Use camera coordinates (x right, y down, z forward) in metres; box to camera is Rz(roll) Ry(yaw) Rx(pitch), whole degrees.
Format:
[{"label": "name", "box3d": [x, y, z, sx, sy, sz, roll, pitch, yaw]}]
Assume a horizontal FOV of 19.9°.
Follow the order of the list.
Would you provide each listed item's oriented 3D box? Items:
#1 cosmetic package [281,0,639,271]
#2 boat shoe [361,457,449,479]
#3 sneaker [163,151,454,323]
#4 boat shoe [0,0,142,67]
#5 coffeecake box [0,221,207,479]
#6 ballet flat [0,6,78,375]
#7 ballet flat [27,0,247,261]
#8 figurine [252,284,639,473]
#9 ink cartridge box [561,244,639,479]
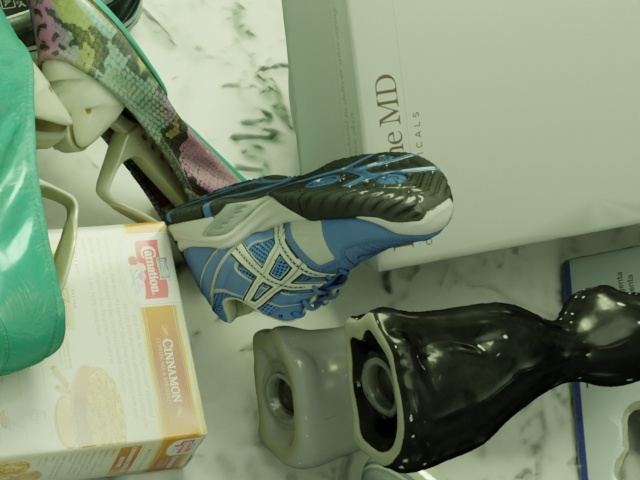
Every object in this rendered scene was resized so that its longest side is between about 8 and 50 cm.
[{"label": "cosmetic package", "box3d": [0.171, -0.111, 1.191, 0.366, 0.155, 0.196, -12, 103, -16]}, {"label": "boat shoe", "box3d": [0.079, 0.233, 1.098, 0.081, 0.079, 0.227, -26, 79, -31]}, {"label": "sneaker", "box3d": [0.000, 0.000, 1.068, 0.080, 0.211, 0.081, -25, 102, -41]}, {"label": "boat shoe", "box3d": [-0.267, -0.160, 1.145, 0.335, 0.119, 0.121, -15, 72, -24]}, {"label": "coffeecake box", "box3d": [-0.175, 0.071, 1.097, 0.186, 0.068, 0.142, -4, 67, -20]}, {"label": "ballet flat", "box3d": [-0.185, -0.041, 1.058, 0.087, 0.083, 0.247, 6, 72, -40]}, {"label": "ballet flat", "box3d": [-0.120, -0.065, 1.135, 0.079, 0.077, 0.221, -52, 122, -21]}, {"label": "figurine", "box3d": [0.089, 0.076, 1.104, 0.209, 0.215, 0.092, -9, 88, -26]}, {"label": "ink cartridge box", "box3d": [0.332, 0.136, 1.170, 0.330, 0.071, 0.324, -12, 64, 23]}]
